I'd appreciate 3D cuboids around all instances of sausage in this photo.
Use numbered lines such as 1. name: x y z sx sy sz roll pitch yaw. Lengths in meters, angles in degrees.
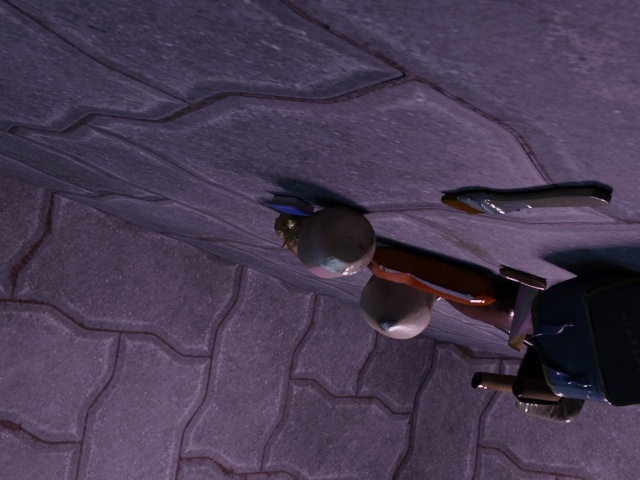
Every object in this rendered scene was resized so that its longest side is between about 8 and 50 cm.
1. sausage: 0.279 0.086 1.938 0.349 0.093 0.097 18 158 5
2. sausage: 0.478 0.089 1.792 0.116 0.026 0.026 18 171 -2

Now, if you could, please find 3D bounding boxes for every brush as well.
1. brush: 0.315 -0.060 1.186 0.086 0.020 0.337 21 170 -25

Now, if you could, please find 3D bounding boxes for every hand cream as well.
1. hand cream: 0.492 0.182 1.848 0.047 0.174 0.076 10 168 39

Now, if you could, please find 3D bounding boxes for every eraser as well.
1. eraser: -0.066 -0.081 1.766 0.085 0.027 0.063 8 168 44

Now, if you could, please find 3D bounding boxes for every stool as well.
1. stool: 0.650 0.375 2.323 0.226 0.310 0.310 20 168 -17

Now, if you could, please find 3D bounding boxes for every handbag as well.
1. handbag: 0.575 0.198 1.537 0.223 0.262 0.241 -9 177 -13

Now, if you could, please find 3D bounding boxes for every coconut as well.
1. coconut: 0.214 0.168 2.102 0.202 0.222 0.202 11 125 16
2. coconut: 0.032 0.006 1.697 0.171 0.170 0.183 20 168 -19

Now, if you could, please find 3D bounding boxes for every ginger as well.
1. ginger: -0.037 -0.008 1.918 0.157 0.102 0.216 23 163 30

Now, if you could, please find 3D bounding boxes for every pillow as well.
1. pillow: 0.524 0.192 2.082 0.306 0.108 0.308 18 176 -31

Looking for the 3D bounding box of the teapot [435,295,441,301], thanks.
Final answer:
1. teapot: 0.323 0.136 2.252 0.098 0.078 0.129 -24 156 1
